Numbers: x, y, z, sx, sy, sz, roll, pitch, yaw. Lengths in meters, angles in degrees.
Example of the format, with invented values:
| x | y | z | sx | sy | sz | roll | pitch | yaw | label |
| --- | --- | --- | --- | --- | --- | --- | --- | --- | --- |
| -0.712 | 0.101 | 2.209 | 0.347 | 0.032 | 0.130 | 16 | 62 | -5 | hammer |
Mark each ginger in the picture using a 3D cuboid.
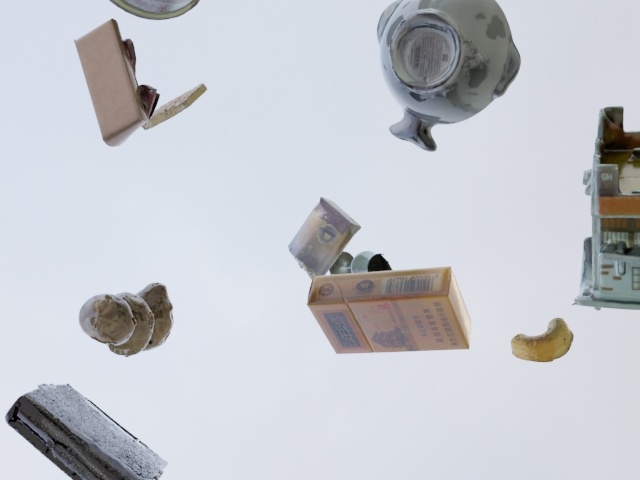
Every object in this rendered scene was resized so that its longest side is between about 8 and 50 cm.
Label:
| x | y | z | sx | sy | sz | roll | pitch | yaw | label |
| --- | --- | --- | --- | --- | --- | --- | --- | --- | --- |
| -0.264 | 0.109 | 1.251 | 0.204 | 0.080 | 0.104 | 3 | -78 | -76 | ginger |

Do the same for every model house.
| x | y | z | sx | sy | sz | roll | pitch | yaw | label |
| --- | --- | --- | --- | --- | --- | --- | --- | --- | --- |
| 0.397 | -0.024 | 1.016 | 0.198 | 0.224 | 0.215 | -56 | -39 | -59 | model house |

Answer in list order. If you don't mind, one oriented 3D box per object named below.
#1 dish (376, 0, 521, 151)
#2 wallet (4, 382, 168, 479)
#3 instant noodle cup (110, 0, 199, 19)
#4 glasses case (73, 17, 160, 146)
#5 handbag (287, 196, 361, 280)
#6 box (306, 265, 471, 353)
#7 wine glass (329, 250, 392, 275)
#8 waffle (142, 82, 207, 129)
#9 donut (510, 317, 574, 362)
| x | y | z | sx | sy | sz | roll | pitch | yaw | label |
| --- | --- | --- | --- | --- | --- | --- | --- | --- | --- |
| 0.151 | -0.243 | 1.249 | 0.078 | 0.224 | 0.246 | -17 | -50 | -58 | dish |
| -0.335 | 0.298 | 1.342 | 0.071 | 0.221 | 0.262 | -54 | -2 | -1 | wallet |
| -0.238 | -0.486 | 1.429 | 0.235 | 0.178 | 0.234 | 7 | -103 | -35 | instant noodle cup |
| -0.306 | -0.250 | 1.431 | 0.070 | 0.102 | 0.193 | 20 | -133 | -66 | glasses case |
| 0.000 | 0.000 | 2.090 | 0.095 | 0.117 | 0.173 | 15 | -67 | -55 | handbag |
| 0.133 | 0.137 | 1.728 | 0.174 | 0.274 | 0.076 | 63 | -150 | -43 | box |
| 0.093 | 0.063 | 2.111 | 0.079 | 0.195 | 0.079 | 0 | -90 | -25 | wine glass |
| -0.279 | -0.248 | 1.711 | 0.021 | 0.135 | 0.092 | 55 | -148 | -18 | waffle |
| 0.320 | 0.143 | 1.330 | 0.067 | 0.083 | 0.038 | -61 | -38 | -38 | donut |
